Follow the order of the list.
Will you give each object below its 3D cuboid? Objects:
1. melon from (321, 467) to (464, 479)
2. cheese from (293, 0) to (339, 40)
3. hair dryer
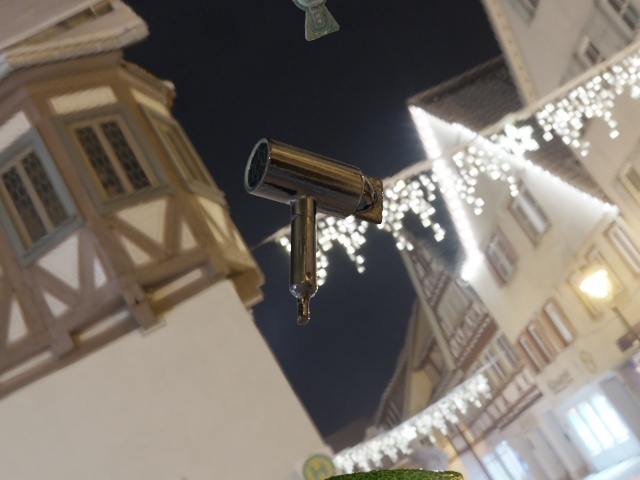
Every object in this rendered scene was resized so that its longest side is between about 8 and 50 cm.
[{"bbox_3d":[0.093,0.388,1.352,0.262,0.053,0.114,0,-25,4],"label":"melon"},{"bbox_3d":[-0.013,-0.372,1.320,0.067,0.120,0.026,-24,22,-16],"label":"cheese"},{"bbox_3d":[0.000,0.000,1.117,0.196,0.248,0.078,16,-31,-24],"label":"hair dryer"}]
